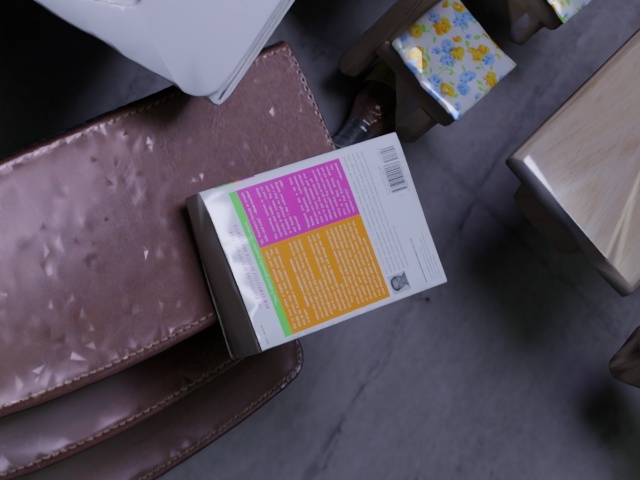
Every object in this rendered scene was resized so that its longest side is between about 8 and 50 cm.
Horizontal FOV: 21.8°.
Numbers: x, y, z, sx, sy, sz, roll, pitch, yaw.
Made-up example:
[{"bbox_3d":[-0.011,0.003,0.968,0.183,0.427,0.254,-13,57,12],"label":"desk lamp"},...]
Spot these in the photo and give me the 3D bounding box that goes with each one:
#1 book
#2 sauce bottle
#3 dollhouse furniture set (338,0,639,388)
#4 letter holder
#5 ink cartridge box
[{"bbox_3d":[0.000,0.000,0.956,0.144,0.035,0.096,-18,90,-35],"label":"book"},{"bbox_3d":[0.046,-0.101,1.177,0.042,0.042,0.128,48,59,-12],"label":"sauce bottle"},{"bbox_3d":[0.295,-0.135,1.138,0.362,0.256,0.394,49,58,-3],"label":"dollhouse furniture set"},{"bbox_3d":[-0.125,0.045,0.974,0.301,0.152,0.214,-27,94,-33],"label":"letter holder"},{"bbox_3d":[-0.122,-0.220,0.970,0.201,0.278,0.117,29,109,-22],"label":"ink cartridge box"}]
